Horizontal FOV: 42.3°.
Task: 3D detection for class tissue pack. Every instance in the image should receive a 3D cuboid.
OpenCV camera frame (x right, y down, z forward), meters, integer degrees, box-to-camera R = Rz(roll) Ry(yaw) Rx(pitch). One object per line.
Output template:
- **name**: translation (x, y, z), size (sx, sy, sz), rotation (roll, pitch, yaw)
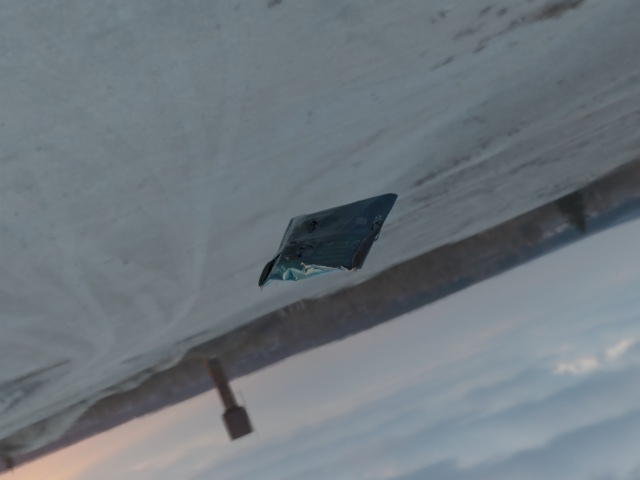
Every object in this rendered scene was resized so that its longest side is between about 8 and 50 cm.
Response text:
- **tissue pack**: translation (0.000, 0.000, 0.716), size (0.138, 0.028, 0.085), rotation (-11, -137, 44)
